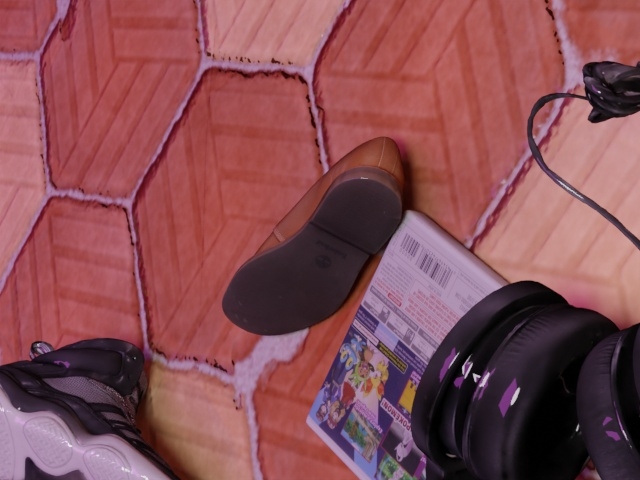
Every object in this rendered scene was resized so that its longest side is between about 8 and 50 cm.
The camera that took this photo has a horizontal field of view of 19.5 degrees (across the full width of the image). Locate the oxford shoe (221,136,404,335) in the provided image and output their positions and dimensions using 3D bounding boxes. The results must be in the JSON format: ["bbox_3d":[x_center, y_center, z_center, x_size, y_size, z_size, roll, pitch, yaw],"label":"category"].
[{"bbox_3d":[0.000,0.000,1.402,0.212,0.076,0.076,-44,20,38],"label":"oxford shoe"}]

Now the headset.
[{"bbox_3d":[0.187,0.090,1.111,0.243,0.185,0.394,4,99,43],"label":"headset"}]

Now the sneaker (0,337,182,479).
[{"bbox_3d":[-0.162,0.164,1.516,0.268,0.153,0.101,29,125,15],"label":"sneaker"}]

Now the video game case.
[{"bbox_3d":[0.082,0.103,1.296,0.201,0.023,0.183,42,113,46],"label":"video game case"}]
